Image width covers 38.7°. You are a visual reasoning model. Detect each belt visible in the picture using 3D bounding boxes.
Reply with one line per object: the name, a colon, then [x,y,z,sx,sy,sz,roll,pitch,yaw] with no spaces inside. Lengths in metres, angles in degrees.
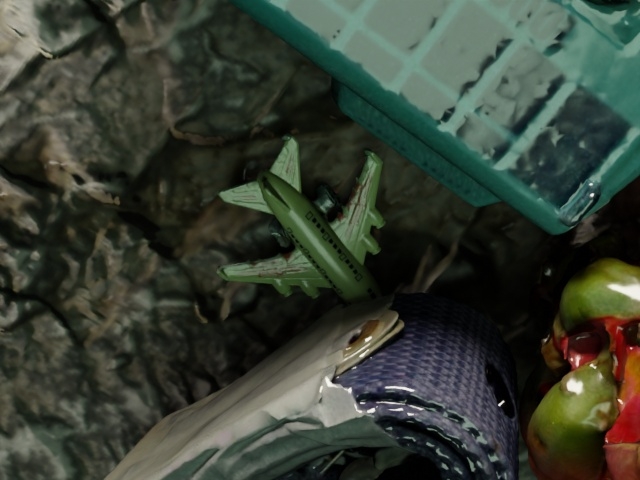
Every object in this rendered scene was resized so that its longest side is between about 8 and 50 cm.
belt: [-0.004,0.119,0.464,0.231,0.126,0.139,-35,101,24]

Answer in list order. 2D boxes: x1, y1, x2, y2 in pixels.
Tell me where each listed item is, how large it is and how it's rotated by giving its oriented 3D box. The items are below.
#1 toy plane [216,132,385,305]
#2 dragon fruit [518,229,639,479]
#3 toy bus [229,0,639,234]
toy plane: [0.000,0.000,0.475,0.102,0.040,0.111,-36,112,14]
dragon fruit: [0.211,0.088,0.411,0.237,0.302,0.231,-9,75,-12]
toy bus: [0.044,-0.121,0.379,0.256,0.128,0.147,35,109,-14]
